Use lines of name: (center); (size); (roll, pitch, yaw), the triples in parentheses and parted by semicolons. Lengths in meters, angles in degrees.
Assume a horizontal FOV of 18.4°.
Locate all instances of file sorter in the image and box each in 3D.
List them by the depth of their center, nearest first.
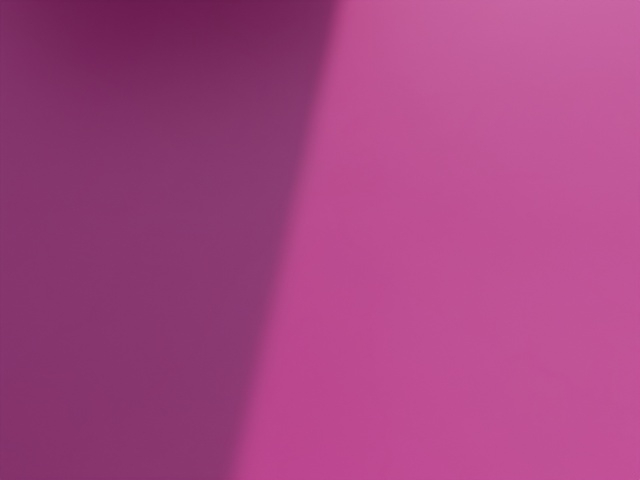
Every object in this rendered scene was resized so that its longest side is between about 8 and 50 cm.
file sorter: (0.000, 0.000, 0.420); (0.290, 0.202, 0.182); (-22, -22, -9)
